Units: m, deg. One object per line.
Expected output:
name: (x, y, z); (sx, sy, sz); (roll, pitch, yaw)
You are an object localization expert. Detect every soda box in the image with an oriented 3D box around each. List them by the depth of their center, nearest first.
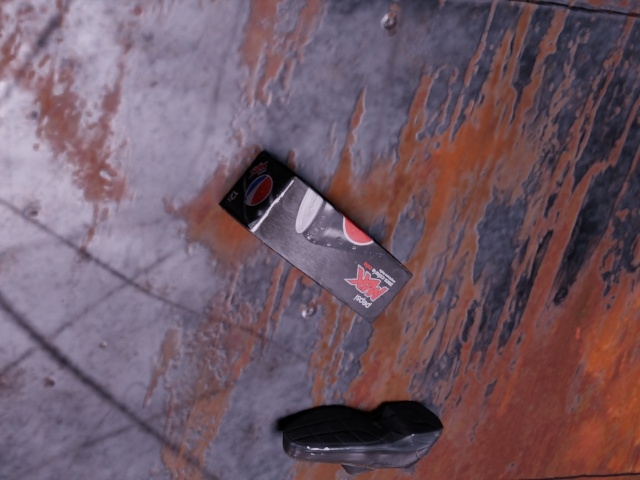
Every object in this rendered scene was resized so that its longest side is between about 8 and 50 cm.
soda box: (0.000, 0.000, 1.052); (0.060, 0.053, 0.169); (-50, 131, 2)

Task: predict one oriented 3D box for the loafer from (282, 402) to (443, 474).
loafer: (0.036, 0.191, 1.183); (0.170, 0.062, 0.061); (4, 119, -33)
